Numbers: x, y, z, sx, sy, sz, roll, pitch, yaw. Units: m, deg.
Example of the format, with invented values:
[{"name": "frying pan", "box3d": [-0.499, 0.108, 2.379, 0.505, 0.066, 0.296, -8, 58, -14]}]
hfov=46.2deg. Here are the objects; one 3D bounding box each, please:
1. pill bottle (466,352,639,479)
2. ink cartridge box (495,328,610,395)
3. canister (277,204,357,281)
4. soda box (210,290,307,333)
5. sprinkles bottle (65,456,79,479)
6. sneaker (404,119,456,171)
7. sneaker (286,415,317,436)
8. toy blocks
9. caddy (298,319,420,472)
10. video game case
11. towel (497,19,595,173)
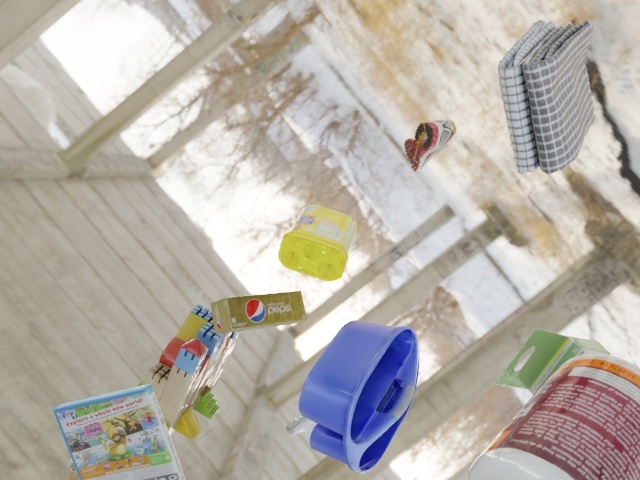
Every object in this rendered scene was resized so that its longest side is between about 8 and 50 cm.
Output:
[{"name": "pill bottle", "box3d": [0.361, 0.359, 1.122, 0.224, 0.392, 0.224, 27, 132, 34]}, {"name": "ink cartridge box", "box3d": [0.535, 0.295, 1.717, 0.235, 0.171, 0.056, 13, -154, -37]}, {"name": "canister", "box3d": [0.000, 0.000, 1.426, 0.126, 0.073, 0.170, 18, -154, 4]}, {"name": "soda box", "box3d": [-0.115, 0.136, 1.431, 0.181, 0.058, 0.061, -2, -104, -42]}, {"name": "sprinkles bottle", "box3d": [-0.307, 0.418, 0.924, 0.121, 0.355, 0.121, 18, 161, 6]}, {"name": "sneaker", "box3d": [0.285, -0.245, 1.946, 0.225, 0.093, 0.088, 135, 119, -71]}, {"name": "sneaker", "box3d": [-0.026, 0.432, 1.748, 0.152, 0.054, 0.061, -8, -105, -61]}, {"name": "toy blocks", "box3d": [-0.296, 0.276, 1.753, 0.191, 0.260, 0.381, 27, -158, 7]}, {"name": "caddy", "box3d": [0.107, 0.326, 1.600, 0.179, 0.341, 0.241, 10, 132, 31]}, {"name": "video game case", "box3d": [-0.217, 0.249, 0.839, 0.015, 0.119, 0.166, -53, -52, -73]}, {"name": "towel", "box3d": [0.468, -0.294, 1.505, 0.121, 0.283, 0.234, 1, 123, 38]}]
